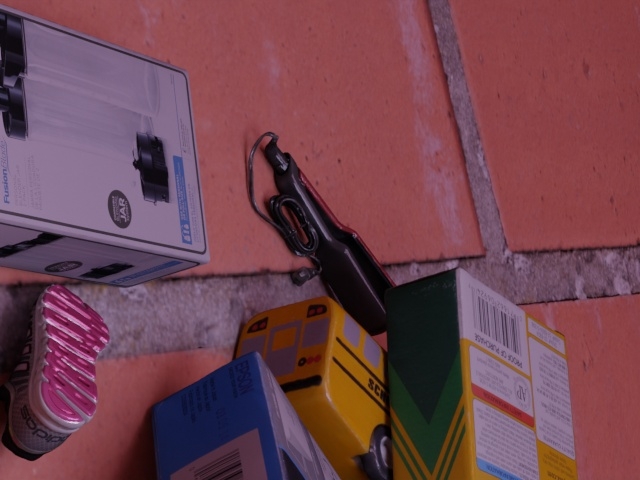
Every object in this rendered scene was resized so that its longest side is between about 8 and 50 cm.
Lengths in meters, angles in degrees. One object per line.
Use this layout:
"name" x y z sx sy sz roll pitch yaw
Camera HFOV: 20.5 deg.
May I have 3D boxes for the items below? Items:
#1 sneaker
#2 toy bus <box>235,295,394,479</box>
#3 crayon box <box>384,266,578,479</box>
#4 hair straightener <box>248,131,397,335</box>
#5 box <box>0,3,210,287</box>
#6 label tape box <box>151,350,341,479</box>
"sneaker" -0.198 0.096 1.272 0.063 0.075 0.170 36 22 -23
"toy bus" 0.054 0.197 1.584 0.333 0.108 0.130 46 40 -38
"crayon box" 0.146 0.210 1.537 0.203 0.083 0.323 32 48 -49
"hair straightener" 0.000 0.000 1.641 0.230 0.047 0.089 59 34 -24
"box" -0.208 -0.067 1.296 0.290 0.087 0.169 15 64 -55
"label tape box" 0.000 0.282 1.364 0.334 0.106 0.241 59 5 -24
